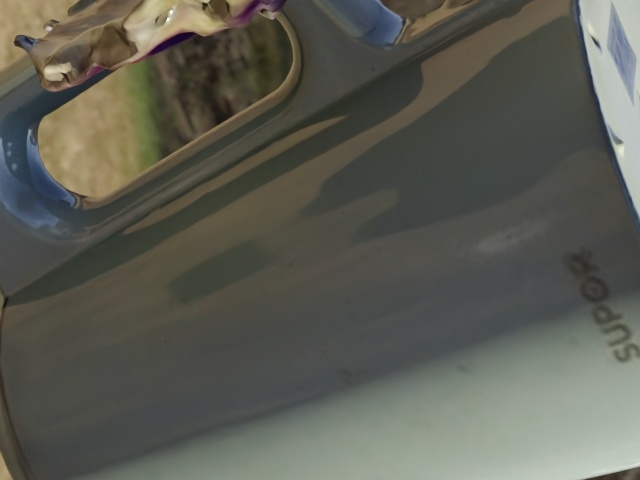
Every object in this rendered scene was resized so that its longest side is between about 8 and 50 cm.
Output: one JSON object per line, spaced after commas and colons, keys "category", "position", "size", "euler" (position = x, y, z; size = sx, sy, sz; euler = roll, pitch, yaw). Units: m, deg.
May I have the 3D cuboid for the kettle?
{"category": "kettle", "position": [0.000, 0.000, 0.555], "size": [0.210, 0.243, 0.160], "euler": [61, 25, -17]}

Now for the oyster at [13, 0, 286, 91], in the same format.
{"category": "oyster", "position": [0.029, -0.130, 0.394], "size": [0.100, 0.275, 0.271], "euler": [18, 22, -28]}
